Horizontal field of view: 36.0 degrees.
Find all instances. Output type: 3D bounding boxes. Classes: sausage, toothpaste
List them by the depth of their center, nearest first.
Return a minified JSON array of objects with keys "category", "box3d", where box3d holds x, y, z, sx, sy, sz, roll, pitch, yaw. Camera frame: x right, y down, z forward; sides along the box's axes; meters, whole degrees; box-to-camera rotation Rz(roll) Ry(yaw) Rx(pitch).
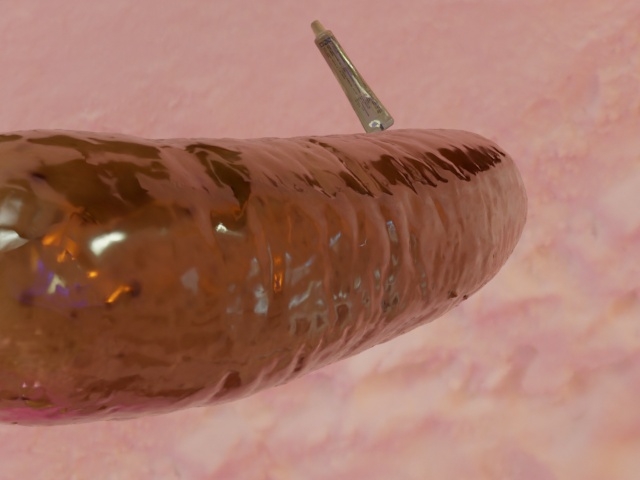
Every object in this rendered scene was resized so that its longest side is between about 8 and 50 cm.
[{"category":"sausage","box3d":[0.003,0.001,0.540,0.136,0.501,0.123,24,109,31]},{"category":"toothpaste","box3d":[0.043,-0.248,1.496,0.048,0.029,0.197,-35,101,-8]}]
